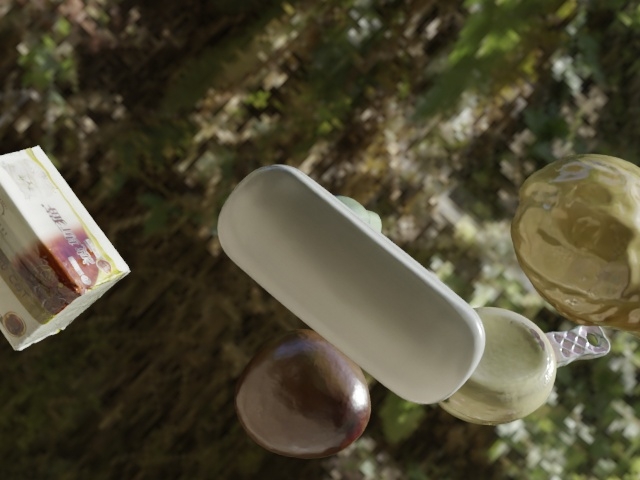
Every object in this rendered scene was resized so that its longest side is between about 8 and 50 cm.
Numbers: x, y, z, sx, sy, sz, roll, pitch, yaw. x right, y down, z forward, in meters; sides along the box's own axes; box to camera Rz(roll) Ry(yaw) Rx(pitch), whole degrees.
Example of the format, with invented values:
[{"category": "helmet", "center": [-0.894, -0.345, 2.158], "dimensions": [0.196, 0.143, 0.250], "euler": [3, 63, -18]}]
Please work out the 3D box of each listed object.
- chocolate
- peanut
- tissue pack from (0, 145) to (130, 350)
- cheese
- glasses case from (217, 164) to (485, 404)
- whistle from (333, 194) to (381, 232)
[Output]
[{"category": "chocolate", "center": [-0.018, 0.201, 1.933], "dimensions": [0.177, 0.177, 0.177], "euler": [41, -13, 11]}, {"category": "peanut", "center": [0.255, 0.021, 1.157], "dimensions": [0.290, 0.130, 0.130], "euler": [23, -1, -30]}, {"category": "tissue pack", "center": [-0.270, 0.007, 1.395], "dimensions": [0.149, 0.106, 0.099], "euler": [53, 26, 4]}, {"category": "cheese", "center": [0.222, 0.130, 1.686], "dimensions": [0.137, 0.227, 0.064], "euler": [66, -29, 27]}, {"category": "glasses case", "center": [0.019, 0.028, 0.979], "dimensions": [0.193, 0.074, 0.049], "euler": [38, 8, 8]}, {"category": "whistle", "center": [0.000, 0.000, 1.672], "dimensions": [0.092, 0.110, 0.244], "euler": [9, 13, 27]}]
